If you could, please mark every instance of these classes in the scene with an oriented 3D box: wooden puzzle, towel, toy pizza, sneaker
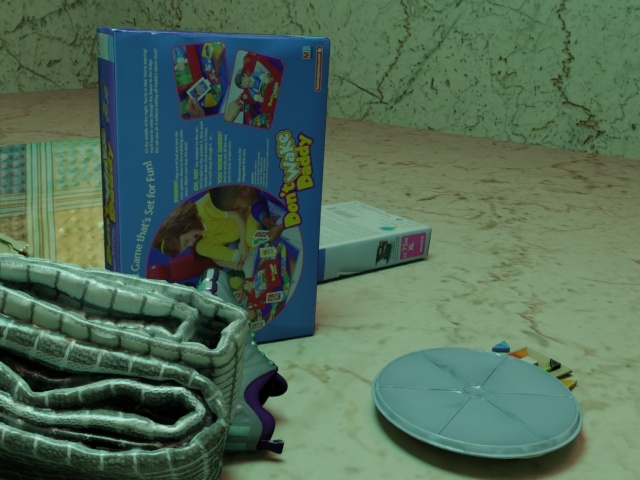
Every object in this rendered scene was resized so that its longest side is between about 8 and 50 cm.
[{"bbox_3d":[0.237,0.140,0.815,0.078,0.014,0.116,-11,22,-39],"label":"wooden puzzle"},{"bbox_3d":[-0.196,0.098,0.476,0.283,0.121,0.235,12,-25,-3],"label":"towel"},{"bbox_3d":[0.149,0.160,0.706,0.201,0.032,0.201,2,17,-1],"label":"toy pizza"},{"bbox_3d":[-0.255,-0.038,0.967,0.370,0.040,0.271,-7,55,-10],"label":"towel"},{"bbox_3d":[-0.083,0.116,0.702,0.098,0.083,0.224,11,37,-12],"label":"sneaker"}]

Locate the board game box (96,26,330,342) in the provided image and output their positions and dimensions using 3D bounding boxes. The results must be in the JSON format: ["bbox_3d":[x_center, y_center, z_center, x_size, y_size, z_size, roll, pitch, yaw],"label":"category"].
[{"bbox_3d":[-0.117,-0.052,0.801,0.233,0.347,0.078,-5,19,-27],"label":"board game box"}]

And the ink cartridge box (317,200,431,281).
[{"bbox_3d":[0.000,0.000,1.135,0.311,0.065,0.185,-8,21,-38],"label":"ink cartridge box"}]

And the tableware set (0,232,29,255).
[{"bbox_3d":[-0.404,0.053,0.836,0.141,0.020,0.168,35,51,27],"label":"tableware set"}]
